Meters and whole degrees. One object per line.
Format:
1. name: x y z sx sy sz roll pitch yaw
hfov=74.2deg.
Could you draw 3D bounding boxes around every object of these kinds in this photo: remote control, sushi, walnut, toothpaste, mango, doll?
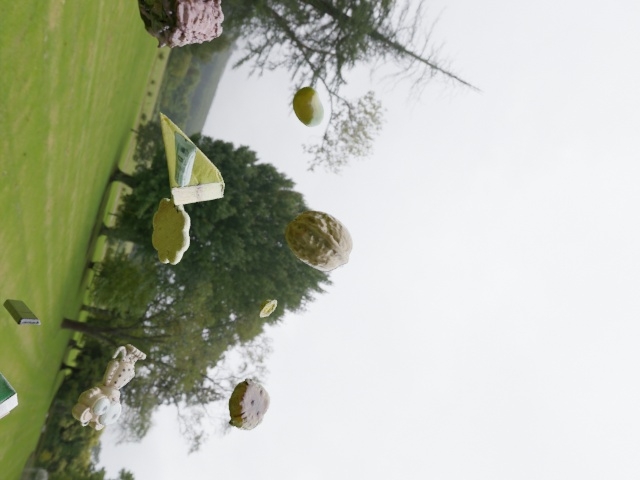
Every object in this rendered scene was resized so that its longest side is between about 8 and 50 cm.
1. remote control: -0.958 0.230 1.356 0.245 0.063 0.025 11 -95 43
2. sushi: -0.371 -0.637 1.071 0.237 0.171 0.270 15 -54 53
3. walnut: 0.000 0.000 1.465 0.198 0.245 0.198 -52 180 0
4. toothpaste: -0.342 -0.193 1.059 0.041 0.064 0.218 -52 -178 -30
5. mango: -0.049 -0.527 1.664 0.085 0.122 0.191 -58 152 -25
6. doll: -0.696 0.481 1.407 0.278 0.119 0.154 -65 157 -20

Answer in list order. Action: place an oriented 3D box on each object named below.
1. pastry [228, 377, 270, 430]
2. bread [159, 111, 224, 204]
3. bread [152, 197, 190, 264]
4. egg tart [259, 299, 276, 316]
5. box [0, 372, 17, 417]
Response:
1. pastry: -0.322 0.739 1.918 0.100 0.219 0.228 -21 -99 35
2. bread: -0.406 -0.263 1.339 0.168 0.163 0.263 150 -70 -71
3. bread: -0.682 -0.042 1.935 0.316 0.054 0.315 1 -89 41
4. egg tart: -0.250 0.311 1.975 0.039 0.105 0.105 42 -62 25
5. box: -0.663 0.248 0.790 0.081 0.199 0.135 -36 176 -43
